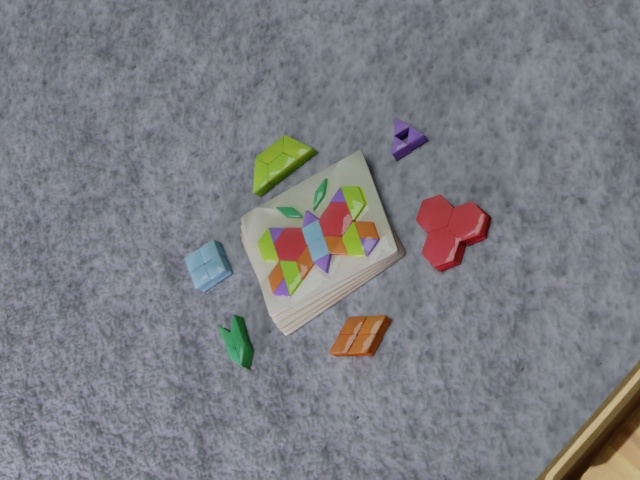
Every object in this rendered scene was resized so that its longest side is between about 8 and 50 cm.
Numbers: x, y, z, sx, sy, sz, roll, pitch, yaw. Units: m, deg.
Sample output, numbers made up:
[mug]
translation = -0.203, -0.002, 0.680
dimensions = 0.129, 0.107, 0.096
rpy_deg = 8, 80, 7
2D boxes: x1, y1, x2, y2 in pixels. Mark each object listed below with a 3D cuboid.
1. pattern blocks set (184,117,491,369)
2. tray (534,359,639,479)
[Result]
[pattern blocks set]
translation = 0.000, 0.000, 1.275
dimensions = 0.325, 0.026, 0.285
rpy_deg = -42, 58, 12
[tray]
translation = 0.356, 0.236, 0.753
dimensions = 0.411, 0.076, 0.203
rpy_deg = 41, 90, 25
